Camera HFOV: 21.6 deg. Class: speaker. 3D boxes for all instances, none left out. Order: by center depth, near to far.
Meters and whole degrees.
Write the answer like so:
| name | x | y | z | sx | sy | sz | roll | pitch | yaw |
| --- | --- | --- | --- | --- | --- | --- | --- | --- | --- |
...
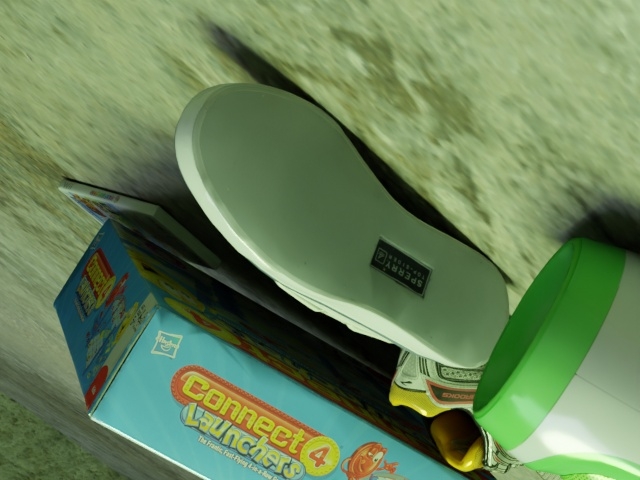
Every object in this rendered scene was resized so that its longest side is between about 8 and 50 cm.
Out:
| name | x | y | z | sx | sy | sz | roll | pitch | yaw |
| --- | --- | --- | --- | --- | --- | --- | --- | --- | --- |
| speaker | 0.231 | 0.117 | 0.855 | 0.296 | 0.131 | 0.131 | 30 | 165 | -1 |

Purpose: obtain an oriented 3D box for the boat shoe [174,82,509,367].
| name | x | y | z | sx | sy | sz | roll | pitch | yaw |
| --- | --- | --- | --- | --- | --- | --- | --- | --- | --- |
| boat shoe | 0.000 | 0.000 | 0.958 | 0.084 | 0.095 | 0.258 | 4 | 150 | 50 |

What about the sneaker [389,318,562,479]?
| name | x | y | z | sx | sy | sz | roll | pitch | yaw |
| --- | --- | --- | --- | --- | --- | --- | --- | --- | --- |
| sneaker | 0.115 | 0.121 | 1.142 | 0.088 | 0.093 | 0.225 | 13 | 159 | 46 |

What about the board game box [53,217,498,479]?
| name | x | y | z | sx | sy | sz | roll | pitch | yaw |
| --- | --- | --- | --- | --- | --- | --- | --- | --- | --- |
| board game box | -0.033 | 0.120 | 1.231 | 0.308 | 0.086 | 0.302 | 31 | -177 | -18 |

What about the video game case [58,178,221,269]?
| name | x | y | z | sx | sy | sz | roll | pitch | yaw |
| --- | --- | --- | --- | --- | --- | --- | --- | --- | --- |
| video game case | -0.145 | -0.013 | 1.346 | 0.122 | 0.011 | 0.087 | 15 | 160 | 43 |
